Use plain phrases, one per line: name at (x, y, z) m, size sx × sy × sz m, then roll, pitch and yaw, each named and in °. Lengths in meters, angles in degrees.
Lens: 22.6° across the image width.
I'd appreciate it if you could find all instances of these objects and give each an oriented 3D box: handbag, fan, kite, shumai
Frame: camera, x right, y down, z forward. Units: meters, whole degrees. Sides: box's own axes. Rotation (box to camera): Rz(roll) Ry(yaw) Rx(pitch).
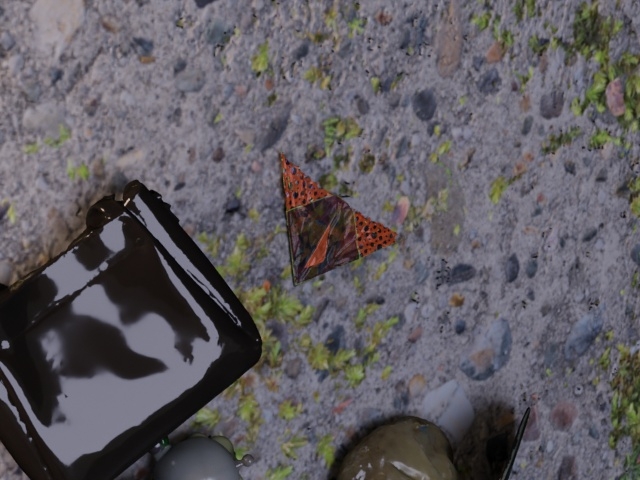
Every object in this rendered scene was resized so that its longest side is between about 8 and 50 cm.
handbag at (-0.228, 0.104, 1.662) m, size 0.285 × 0.113 × 0.257 m, roll -37°, pitch 114°, yaw -15°
fan at (0.226, 0.331, 2.044) m, size 0.294 × 0.012 × 0.223 m, roll 96°, pitch 15°, yaw -52°
kite at (0.000, 0.000, 1.862) m, size 0.222 × 0.008 × 0.125 m, roll 34°, pitch 81°, yaw -36°
shumai at (0.114, 0.322, 1.952) m, size 0.201 × 0.120 × 0.201 m, roll -12°, pitch 110°, yaw -34°

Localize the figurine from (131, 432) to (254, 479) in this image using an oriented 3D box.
figurine at (-0.168, 0.279, 1.762) m, size 0.197 × 0.093 × 0.147 m, roll -21°, pitch 91°, yaw -22°
